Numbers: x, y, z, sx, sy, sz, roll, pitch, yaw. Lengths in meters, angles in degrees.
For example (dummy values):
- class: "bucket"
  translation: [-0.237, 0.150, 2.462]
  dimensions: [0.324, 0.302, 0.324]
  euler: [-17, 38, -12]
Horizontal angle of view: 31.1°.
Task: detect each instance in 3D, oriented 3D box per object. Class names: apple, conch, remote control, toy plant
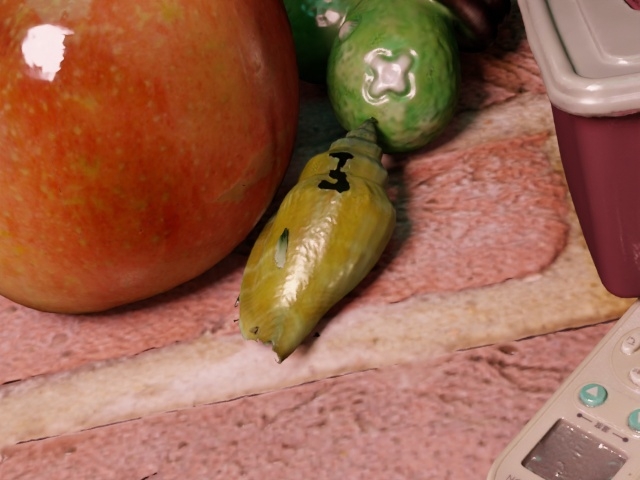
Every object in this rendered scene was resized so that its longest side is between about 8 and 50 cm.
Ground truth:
- class: "apple"
  translation: [-0.168, -0.122, 0.856]
  dimensions: [0.319, 0.277, 0.319]
  euler: [-8, 43, 8]
- class: "conch"
  translation: [0.000, -0.004, 0.833]
  dimensions: [0.200, 0.079, 0.095]
  euler: [-50, 32, -20]
- class: "remote control"
  translation: [0.181, 0.102, 0.679]
  dimensions: [0.078, 0.042, 0.221]
  euler: [27, 59, 37]
- class: "toy plant"
  translation: [0.063, -0.194, 0.952]
  dimensions: [0.235, 0.175, 0.218]
  euler: [-56, 42, 0]

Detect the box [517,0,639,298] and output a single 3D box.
- class: "box"
  translation: [0.236, -0.102, 0.756]
  dimensions: [0.193, 0.167, 0.294]
  euler: [-8, 33, 8]
